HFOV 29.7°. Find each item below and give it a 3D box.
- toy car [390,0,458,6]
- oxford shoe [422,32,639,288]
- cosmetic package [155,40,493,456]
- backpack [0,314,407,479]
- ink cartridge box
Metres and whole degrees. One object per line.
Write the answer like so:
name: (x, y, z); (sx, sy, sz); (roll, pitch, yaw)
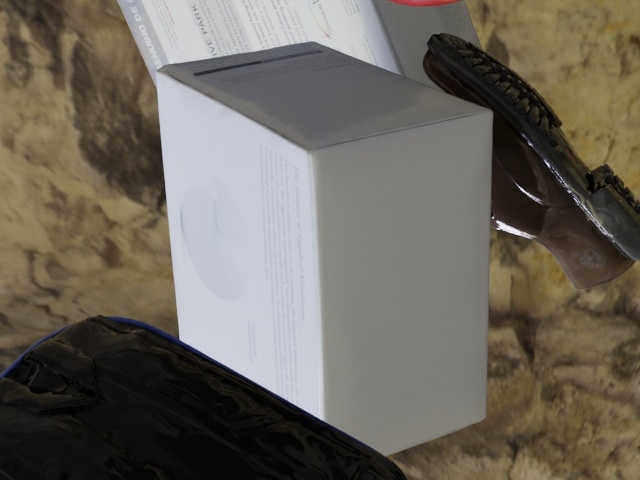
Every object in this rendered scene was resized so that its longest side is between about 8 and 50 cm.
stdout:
toy car: (0.126, -0.153, 0.285); (0.053, 0.225, 0.239); (43, -116, -21)
oxford shoe: (0.143, -0.055, 0.893); (0.096, 0.083, 0.227); (-41, -93, 26)
cosmetic package: (0.000, 0.000, 0.833); (0.138, 0.224, 0.225); (-14, -154, -26)
backpack: (-0.048, 0.085, 0.330); (0.114, 0.084, 0.105); (33, -142, 11)
ink cartridge box: (-0.013, -0.167, 1.060); (0.272, 0.130, 0.309); (-13, -75, 42)
